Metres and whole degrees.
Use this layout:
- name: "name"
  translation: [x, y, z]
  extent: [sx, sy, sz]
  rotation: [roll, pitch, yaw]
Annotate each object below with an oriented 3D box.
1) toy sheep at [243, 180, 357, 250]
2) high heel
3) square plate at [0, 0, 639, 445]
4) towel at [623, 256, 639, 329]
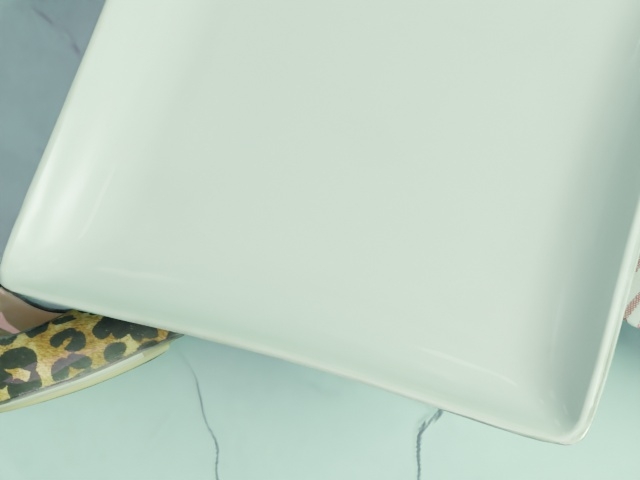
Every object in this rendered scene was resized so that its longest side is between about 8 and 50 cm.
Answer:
- name: "toy sheep"
  translation: [0.000, 0.000, 1.135]
  extent: [0.132, 0.091, 0.091]
  rotation: [0, 94, 11]
- name: "high heel"
  translation: [-0.217, 0.015, 1.200]
  extent: [0.261, 0.093, 0.186]
  rotation: [-13, 91, 22]
- name: "square plate"
  translation: [0.032, -0.083, 1.086]
  extent: [0.347, 0.049, 0.344]
  rotation: [15, 74, 16]
- name: "towel"
  translation: [0.228, 0.001, 1.053]
  extent: [0.197, 0.029, 0.144]
  rotation: [32, 101, 42]
